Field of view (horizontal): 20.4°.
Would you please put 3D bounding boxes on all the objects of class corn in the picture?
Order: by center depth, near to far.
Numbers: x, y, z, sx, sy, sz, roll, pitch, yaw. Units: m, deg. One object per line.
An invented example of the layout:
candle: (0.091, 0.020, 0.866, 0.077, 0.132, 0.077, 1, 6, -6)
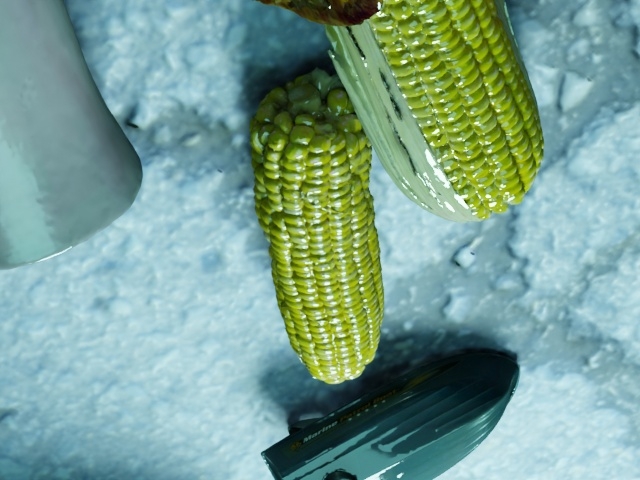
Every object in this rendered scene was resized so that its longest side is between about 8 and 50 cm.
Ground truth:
corn: (0.073, -0.143, 1.282, 0.123, 0.122, 0.305, -13, 129, 15)
corn: (0.000, 0.000, 1.401, 0.101, 0.101, 0.292, -8, 133, -2)

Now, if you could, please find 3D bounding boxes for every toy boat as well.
toy boat: (0.066, 0.167, 1.552, 0.246, 0.103, 0.093, -28, 114, -2)

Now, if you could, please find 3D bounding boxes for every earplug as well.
earplug: (-0.245, -0.148, 1.216, 0.172, 0.172, 0.301, -13, 123, 3)

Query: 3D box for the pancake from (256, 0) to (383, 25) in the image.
pancake: (-0.073, -0.278, 1.053, 0.065, 0.356, 0.356, -40, 134, -26)
